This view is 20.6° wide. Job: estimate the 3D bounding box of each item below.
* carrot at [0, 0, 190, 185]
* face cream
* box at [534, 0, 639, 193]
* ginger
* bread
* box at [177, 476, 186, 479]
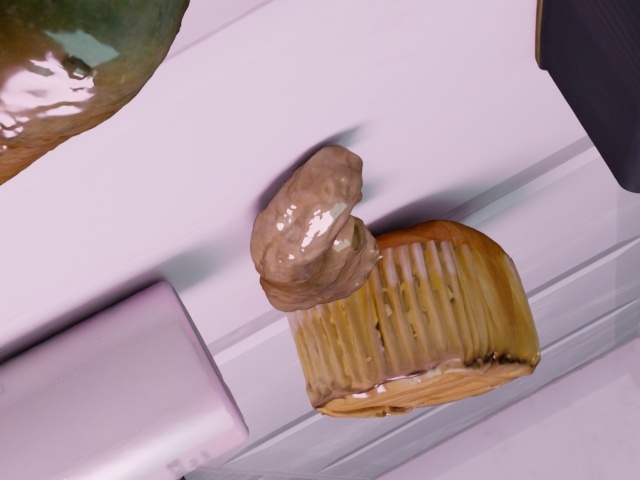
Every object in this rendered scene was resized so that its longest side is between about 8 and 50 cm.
[{"bbox_3d":[-0.138,-0.020,0.498,0.078,0.078,0.298,-16,169,-45],"label":"carrot"},{"bbox_3d":[-0.209,0.142,0.909,0.346,0.102,0.102,-29,168,-2],"label":"face cream"},{"bbox_3d":[0.181,-0.100,0.796,0.144,0.090,0.201,-29,168,-1],"label":"box"},{"bbox_3d":[-0.003,0.002,0.907,0.069,0.051,0.173,-31,170,-4],"label":"ginger"},{"bbox_3d":[0.059,0.051,1.119,0.132,0.114,0.190,-22,162,20],"label":"bread"},{"bbox_3d":[-0.165,0.302,1.611,0.151,0.135,0.151,-28,168,-7],"label":"box"}]
